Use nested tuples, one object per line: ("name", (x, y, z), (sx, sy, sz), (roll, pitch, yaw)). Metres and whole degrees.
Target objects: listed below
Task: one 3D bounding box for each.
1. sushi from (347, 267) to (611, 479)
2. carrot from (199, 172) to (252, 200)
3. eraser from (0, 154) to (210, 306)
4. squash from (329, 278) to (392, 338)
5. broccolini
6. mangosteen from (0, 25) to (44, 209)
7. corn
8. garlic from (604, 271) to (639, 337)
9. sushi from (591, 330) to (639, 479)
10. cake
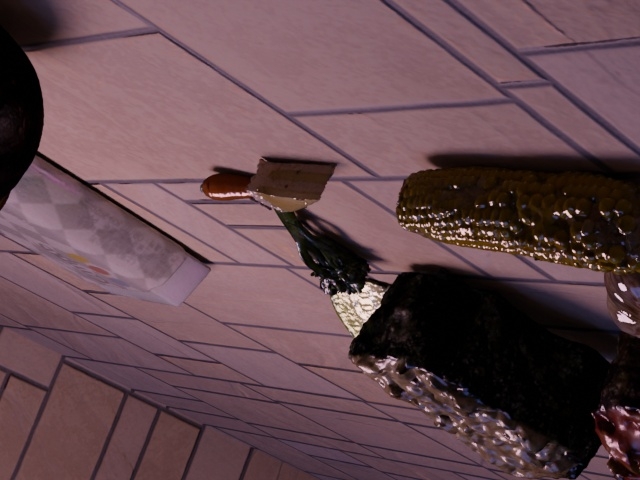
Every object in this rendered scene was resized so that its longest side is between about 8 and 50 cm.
("sushi", (0.217, 0.182, 2.046), (0.350, 0.171, 0.211), (31, 155, -6))
("carrot", (-0.092, -0.065, 1.928), (0.142, 0.035, 0.035), (1, 157, 34))
("eraser", (-0.369, -0.017, 2.361), (0.213, 0.082, 0.397), (8, 160, 43))
("squash", (0.151, 0.115, 2.270), (0.237, 0.155, 0.204), (15, 127, 25))
("broccolini", (-0.014, 0.014, 2.039), (0.202, 0.068, 0.091), (36, 178, -43))
("mangosteen", (-0.452, -0.114, 1.682), (0.297, 0.313, 0.297), (27, 175, 3))
("corn", (0.207, -0.025, 1.556), (0.320, 0.097, 0.097), (8, 161, 44))
("garlic", (0.355, 0.044, 1.584), (0.147, 0.102, 0.159), (-14, 135, 41))
("sushi", (0.453, 0.227, 1.955), (0.196, 0.182, 0.343), (6, 164, 23))
("cake", (-0.031, -0.064, 1.806), (0.065, 0.052, 0.121), (30, 163, -23))
